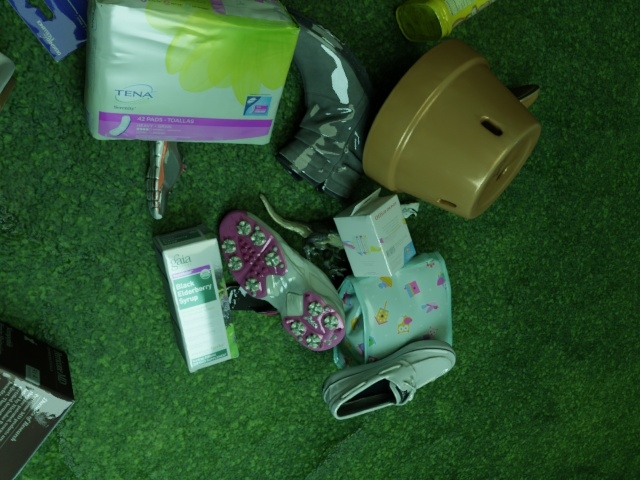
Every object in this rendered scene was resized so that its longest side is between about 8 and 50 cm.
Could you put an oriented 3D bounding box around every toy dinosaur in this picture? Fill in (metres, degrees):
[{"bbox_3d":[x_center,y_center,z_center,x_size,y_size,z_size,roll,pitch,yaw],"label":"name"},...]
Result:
[{"bbox_3d":[0.000,0.000,1.143,0.268,0.118,0.064,20,131,-28],"label":"toy dinosaur"}]

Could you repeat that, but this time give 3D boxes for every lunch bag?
[{"bbox_3d":[0.148,0.155,1.232,0.224,0.160,0.262,-13,118,-21],"label":"lunch bag"}]

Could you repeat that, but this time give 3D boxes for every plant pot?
[{"bbox_3d":[0.244,-0.173,1.067,0.291,0.203,0.290,-42,159,-20],"label":"plant pot"}]

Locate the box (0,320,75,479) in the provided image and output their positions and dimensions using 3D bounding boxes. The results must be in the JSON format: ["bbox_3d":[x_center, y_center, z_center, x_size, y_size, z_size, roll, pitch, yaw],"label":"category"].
[{"bbox_3d":[-0.517,0.228,0.918,0.203,0.168,0.167,39,86,-31],"label":"box"}]

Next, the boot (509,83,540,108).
[{"bbox_3d":[0.403,-0.225,1.285,0.197,0.073,0.152,-37,118,2],"label":"boot"}]

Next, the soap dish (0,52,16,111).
[{"bbox_3d":[-0.542,-0.227,0.733,0.291,0.229,0.118,31,107,-30],"label":"soap dish"}]

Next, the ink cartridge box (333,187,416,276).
[{"bbox_3d":[0.098,-0.016,1.112,0.092,0.090,0.143,-36,113,-42],"label":"ink cartridge box"}]

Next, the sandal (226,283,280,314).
[{"bbox_3d":[-0.104,0.116,1.160,0.179,0.040,0.067,2,104,-27],"label":"sandal"}]

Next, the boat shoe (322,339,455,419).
[{"bbox_3d":[0.138,0.267,1.135,0.268,0.088,0.096,-12,119,-9],"label":"boat shoe"}]

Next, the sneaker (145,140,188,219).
[{"bbox_3d":[-0.251,-0.111,1.004,0.065,0.061,0.157,0,107,-33],"label":"sneaker"}]

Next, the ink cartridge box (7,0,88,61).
[{"bbox_3d":[-0.287,-0.437,0.878,0.371,0.069,0.175,-38,119,-8],"label":"ink cartridge box"}]

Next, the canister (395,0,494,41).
[{"bbox_3d":[0.241,-0.437,1.102,0.170,0.126,0.073,-36,118,-14],"label":"canister"}]

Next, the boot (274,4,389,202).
[{"bbox_3d":[-0.010,-0.223,1.057,0.338,0.118,0.222,38,92,-27],"label":"boot"}]

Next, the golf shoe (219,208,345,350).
[{"bbox_3d":[-0.066,0.064,1.120,0.115,0.140,0.306,-37,95,20],"label":"golf shoe"}]

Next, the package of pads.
[{"bbox_3d":[-0.195,-0.263,0.908,0.297,0.101,0.229,-4,137,-26],"label":"package of pads"}]

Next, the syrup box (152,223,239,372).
[{"bbox_3d":[-0.219,0.100,1.066,0.093,0.096,0.236,-16,114,-21],"label":"syrup box"}]

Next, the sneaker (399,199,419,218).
[{"bbox_3d":[0.168,-0.061,1.242,0.083,0.032,0.036,-5,109,-24],"label":"sneaker"}]
